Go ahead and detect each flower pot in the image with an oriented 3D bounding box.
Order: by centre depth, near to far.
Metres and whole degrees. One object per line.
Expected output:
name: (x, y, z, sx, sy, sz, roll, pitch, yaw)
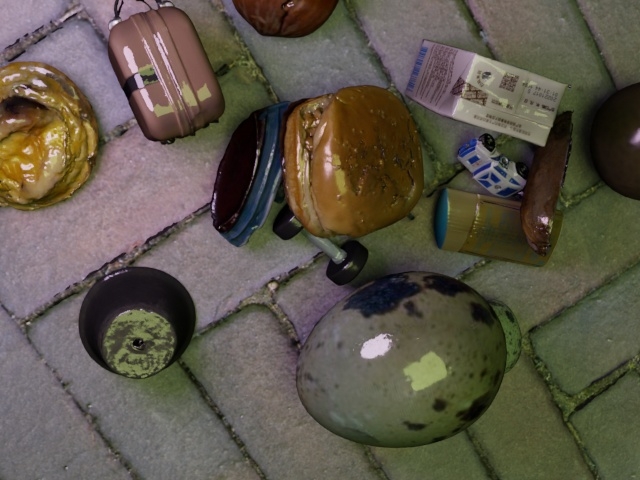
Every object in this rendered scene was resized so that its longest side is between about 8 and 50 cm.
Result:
flower pot: (-0.358, 0.180, 1.656, 0.235, 0.148, 0.235, -3, 103, -12)

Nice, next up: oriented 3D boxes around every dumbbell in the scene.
dumbbell: (0.000, 0.000, 1.725, 0.191, 0.100, 0.100, 40, 91, -17)

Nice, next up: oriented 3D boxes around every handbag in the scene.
handbag: (-0.287, -0.313, 1.482, 0.149, 0.302, 0.283, -22, 101, -9)

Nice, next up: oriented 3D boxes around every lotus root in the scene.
lotus root: (0.468, -0.132, 1.760, 0.078, 0.167, 0.329, 12, 65, 10)

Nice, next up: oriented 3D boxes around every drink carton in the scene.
drink carton: (0.303, -0.286, 1.617, 0.194, 0.324, 0.132, 14, 103, -14)

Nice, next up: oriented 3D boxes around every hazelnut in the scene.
hazelnut: (-0.059, -0.476, 1.559, 0.212, 0.181, 0.180, 19, 77, -27)

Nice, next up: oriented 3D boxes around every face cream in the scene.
face cream: (0.376, -0.026, 1.825, 0.285, 0.067, 0.139, 10, 111, -16)

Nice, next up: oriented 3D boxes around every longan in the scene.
longan: (0.692, -0.207, 1.779, 0.258, 0.258, 0.258, -3, 104, -13)

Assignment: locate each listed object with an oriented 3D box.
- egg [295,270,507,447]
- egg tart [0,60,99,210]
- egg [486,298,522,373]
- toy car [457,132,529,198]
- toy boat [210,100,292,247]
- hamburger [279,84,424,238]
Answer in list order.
egg: (0.160, 0.242, 1.697, 0.428, 0.345, 0.345, -18, 107, 7)
egg tart: (-0.551, -0.180, 1.539, 0.297, 0.132, 0.297, -4, 109, -10)
egg: (0.375, 0.215, 1.851, 0.132, 0.132, 0.172, 6, 90, -15)
toy car: (0.368, -0.148, 1.779, 0.171, 0.080, 0.070, 37, 54, -19)
toy boat: (-0.120, -0.130, 1.660, 0.142, 0.129, 0.309, 7, 107, -51)
hamburger: (0.064, -0.152, 1.626, 0.304, 0.174, 0.284, -22, 105, -49)
